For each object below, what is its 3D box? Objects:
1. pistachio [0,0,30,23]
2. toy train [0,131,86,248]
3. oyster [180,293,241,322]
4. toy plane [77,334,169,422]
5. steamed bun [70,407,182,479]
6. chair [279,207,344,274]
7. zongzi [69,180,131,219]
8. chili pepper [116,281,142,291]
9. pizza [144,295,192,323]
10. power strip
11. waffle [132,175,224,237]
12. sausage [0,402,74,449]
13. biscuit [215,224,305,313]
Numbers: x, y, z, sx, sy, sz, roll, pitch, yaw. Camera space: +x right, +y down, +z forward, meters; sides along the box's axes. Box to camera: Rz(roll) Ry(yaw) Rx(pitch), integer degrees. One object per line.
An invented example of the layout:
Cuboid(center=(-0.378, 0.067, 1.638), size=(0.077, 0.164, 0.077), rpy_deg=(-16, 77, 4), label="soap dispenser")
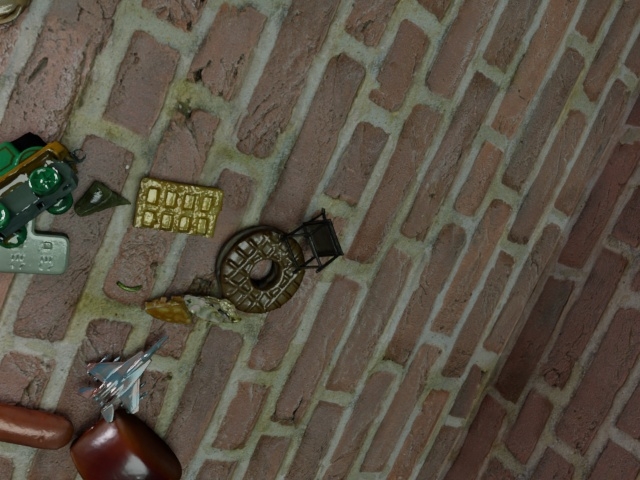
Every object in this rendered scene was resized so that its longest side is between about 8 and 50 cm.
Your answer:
Cuboid(center=(-0.823, -0.601, 1.297), size=(0.223, 0.126, 0.152), rpy_deg=(-28, 84, -11), label="pistachio")
Cuboid(center=(-0.839, -0.142, 1.402), size=(0.249, 0.178, 0.429), rpy_deg=(45, 69, 3), label="toy train")
Cuboid(center=(-0.382, 0.223, 1.806), size=(0.133, 0.208, 0.072), rpy_deg=(77, 29, -42), label="oyster")
Cuboid(center=(-0.634, 0.436, 1.764), size=(0.223, 0.104, 0.326), rpy_deg=(46, 65, -5), label="toy plane")
Cuboid(center=(-0.650, 0.772, 1.796), size=(0.235, 0.248, 0.379), rpy_deg=(-38, 121, -10), label="steamed bun")
Cuboid(center=(0.000, 0.000, 1.862), size=(0.260, 0.141, 0.155), rpy_deg=(-36, 113, -43), label="chair")
Cuboid(center=(-0.673, -0.090, 1.597), size=(0.154, 0.062, 0.130), rpy_deg=(-49, 134, 3), label="zongzi")
Cuboid(center=(-0.626, 0.151, 1.723), size=(0.083, 0.017, 0.030), rpy_deg=(21, 96, -31), label="chili pepper")
Cuboid(center=(-0.497, 0.231, 1.779), size=(0.134, 0.046, 0.175), rpy_deg=(-34, 132, 30), label="pizza")
Cuboid(center=(-0.869, 0.000, 1.520), size=(0.264, 0.059, 0.194), rpy_deg=(5, 105, -28), label="power strip")
Cuboid(center=(-0.456, -0.107, 1.697), size=(0.274, 0.057, 0.168), rpy_deg=(7, 103, -29), label="waffle")
Cuboid(center=(-0.922, 0.597, 1.675), size=(0.259, 0.113, 0.114), rpy_deg=(27, 94, -31), label="sausage")
Cuboid(center=(-0.211, 0.104, 1.872), size=(0.331, 0.103, 0.332), rpy_deg=(-9, 112, -24), label="biscuit")
